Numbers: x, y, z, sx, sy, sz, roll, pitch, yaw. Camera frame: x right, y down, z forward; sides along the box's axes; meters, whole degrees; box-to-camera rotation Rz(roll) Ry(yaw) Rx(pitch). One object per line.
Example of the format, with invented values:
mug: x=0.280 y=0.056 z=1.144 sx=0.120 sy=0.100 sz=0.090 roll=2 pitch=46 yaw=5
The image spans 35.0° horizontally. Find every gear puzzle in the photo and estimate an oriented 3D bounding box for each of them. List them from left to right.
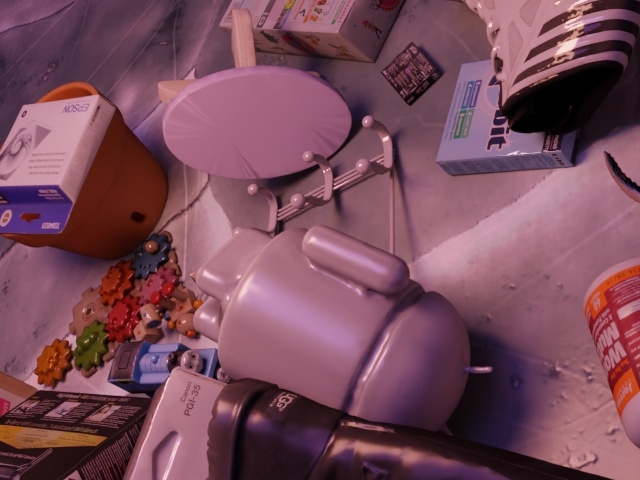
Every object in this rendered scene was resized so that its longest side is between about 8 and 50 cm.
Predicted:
gear puzzle: x=-0.369 y=0.122 z=1.689 sx=0.339 sy=0.044 sz=0.175 roll=-38 pitch=45 yaw=18

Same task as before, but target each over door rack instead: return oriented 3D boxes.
over door rack: x=0.000 y=0.000 z=1.390 sx=0.240 sy=0.108 sz=0.324 roll=-28 pitch=49 yaw=28

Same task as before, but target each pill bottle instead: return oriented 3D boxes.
pill bottle: x=0.340 y=0.130 z=0.978 sx=0.121 sy=0.121 sz=0.221 roll=-31 pitch=41 yaw=24

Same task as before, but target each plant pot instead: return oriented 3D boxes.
plant pot: x=-0.404 y=-0.097 z=1.742 sx=0.291 sy=0.203 sz=0.290 roll=-21 pitch=52 yaw=30

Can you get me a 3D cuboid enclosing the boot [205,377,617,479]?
boot: x=0.095 y=0.356 z=1.042 sx=0.445 sy=0.366 sz=0.146 roll=11 pitch=27 yaw=25

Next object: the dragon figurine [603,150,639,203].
dragon figurine: x=0.429 y=-0.027 z=1.033 sx=0.144 sy=0.085 sz=0.289 roll=-44 pitch=48 yaw=9

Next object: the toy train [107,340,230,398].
toy train: x=-0.217 y=0.189 z=1.466 sx=0.184 sy=0.105 sz=0.080 roll=-7 pitch=60 yaw=39

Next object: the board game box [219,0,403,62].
board game box: x=0.001 y=-0.415 z=1.659 sx=0.303 sy=0.097 sz=0.224 roll=16 pitch=77 yaw=48

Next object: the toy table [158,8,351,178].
toy table: x=-0.106 y=-0.204 z=1.538 sx=0.161 sy=0.274 sz=0.252 roll=-112 pitch=32 yaw=-54

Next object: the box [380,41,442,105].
box: x=0.133 y=-0.246 z=1.489 sx=0.067 sy=0.018 sz=0.083 roll=-44 pitch=44 yaw=12

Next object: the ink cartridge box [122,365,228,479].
ink cartridge box: x=-0.177 y=0.285 z=1.258 sx=0.283 sy=0.117 sz=0.207 roll=134 pitch=156 yaw=-71

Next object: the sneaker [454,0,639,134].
sneaker: x=0.221 y=-0.270 z=1.257 sx=0.447 sy=0.169 sz=0.257 roll=22 pitch=96 yaw=63

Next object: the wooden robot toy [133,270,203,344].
wooden robot toy: x=-0.220 y=0.117 z=1.545 sx=0.173 sy=0.076 sz=0.079 roll=-38 pitch=56 yaw=19

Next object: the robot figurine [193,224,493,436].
robot figurine: x=0.023 y=0.115 z=1.180 sx=0.354 sy=0.299 sz=0.200 roll=27 pitch=47 yaw=18

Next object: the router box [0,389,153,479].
router box: x=-0.397 y=0.317 z=1.469 sx=0.309 sy=0.081 sz=0.243 roll=-4 pitch=22 yaw=41

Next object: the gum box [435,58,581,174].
gum box: x=0.252 y=-0.167 z=1.316 sx=0.184 sy=0.041 sz=0.156 roll=0 pitch=64 yaw=41

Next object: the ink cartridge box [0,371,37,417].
ink cartridge box: x=-0.570 y=0.320 z=1.635 sx=0.088 sy=0.193 sz=0.234 roll=-22 pitch=52 yaw=29

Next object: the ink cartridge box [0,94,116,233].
ink cartridge box: x=-0.442 y=-0.119 z=1.606 sx=0.223 sy=0.045 sz=0.223 roll=0 pitch=65 yaw=42
